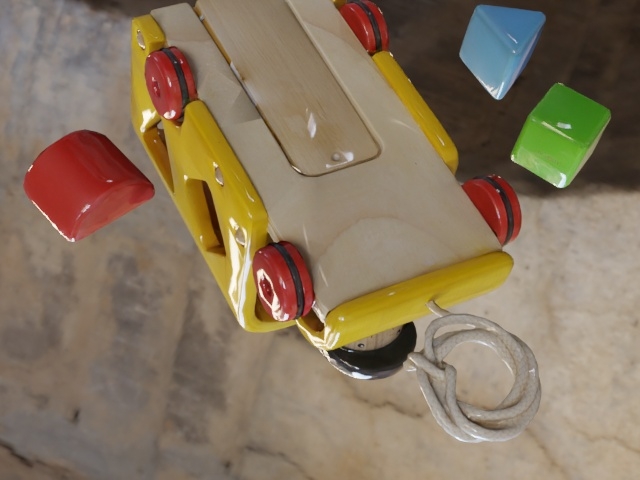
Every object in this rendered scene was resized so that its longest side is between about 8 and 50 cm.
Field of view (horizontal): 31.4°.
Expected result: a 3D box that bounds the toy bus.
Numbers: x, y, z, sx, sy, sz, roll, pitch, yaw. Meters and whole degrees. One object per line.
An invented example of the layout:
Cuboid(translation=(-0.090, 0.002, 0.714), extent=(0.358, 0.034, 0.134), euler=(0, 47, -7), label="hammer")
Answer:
Cuboid(translation=(-0.001, -0.011, 0.456), extent=(0.104, 0.191, 0.202), euler=(103, 8, -53), label="toy bus")
